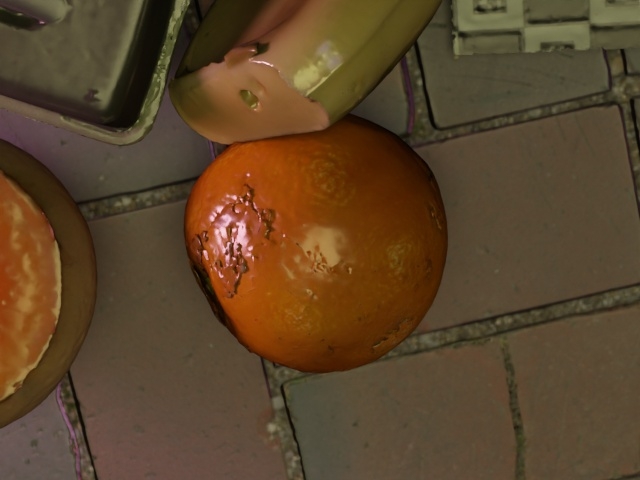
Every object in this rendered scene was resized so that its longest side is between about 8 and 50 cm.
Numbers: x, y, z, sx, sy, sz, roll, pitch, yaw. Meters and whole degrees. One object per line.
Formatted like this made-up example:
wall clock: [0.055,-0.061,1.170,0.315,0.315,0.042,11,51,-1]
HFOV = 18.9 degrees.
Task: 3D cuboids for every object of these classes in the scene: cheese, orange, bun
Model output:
cheese: [0.015,-0.216,1.722,0.128,0.260,0.316,50,59,-27]
orange: [0.000,0.000,1.776,0.246,0.246,0.246,-1,103,-4]
bun: [-0.352,0.042,1.800,0.299,0.165,0.298,0,91,7]

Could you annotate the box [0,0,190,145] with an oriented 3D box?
box: [-0.262,-0.225,1.726,0.291,0.166,0.220,18,100,1]

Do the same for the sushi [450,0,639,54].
sushi: [0.287,-0.360,1.809,0.343,0.064,0.359,-3,107,5]
